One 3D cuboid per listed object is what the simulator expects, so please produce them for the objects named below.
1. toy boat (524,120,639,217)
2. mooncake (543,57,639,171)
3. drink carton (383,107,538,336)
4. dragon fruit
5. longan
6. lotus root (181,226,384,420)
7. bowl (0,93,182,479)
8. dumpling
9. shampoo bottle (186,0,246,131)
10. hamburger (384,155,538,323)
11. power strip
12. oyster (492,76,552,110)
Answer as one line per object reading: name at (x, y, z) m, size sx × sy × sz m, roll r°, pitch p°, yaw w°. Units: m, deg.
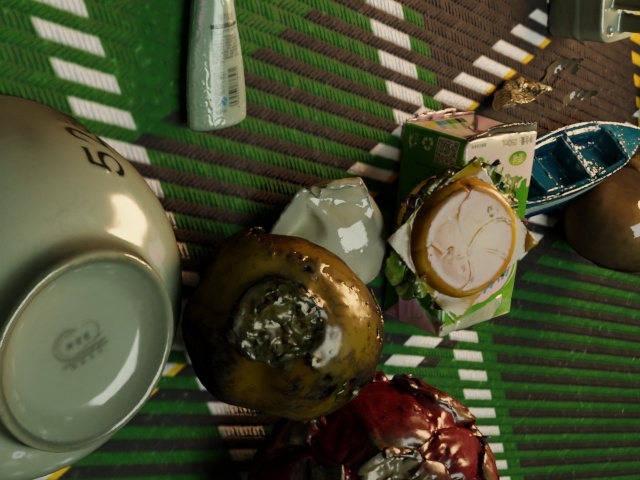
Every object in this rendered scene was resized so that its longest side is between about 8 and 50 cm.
toy boat at (0.352, -0.105, 1.602) m, size 0.299 × 0.096 × 0.062 m, roll -22°, pitch 158°, yaw -34°
mooncake at (0.432, -0.164, 1.703) m, size 0.150 × 0.057 × 0.347 m, roll -49°, pitch 138°, yaw -18°
drink carton at (0.178, -0.027, 1.444) m, size 0.161 × 0.108 × 0.271 m, roll -13°, pitch 115°, yaw -43°
dragon fruit at (0.062, 0.311, 1.317) m, size 0.329 × 0.329 × 0.329 m, roll -22°, pitch 122°, yaw -40°
longan at (0.450, -0.028, 1.695) m, size 0.187 × 0.167 × 0.167 m, roll -18°, pitch 119°, yaw -47°
lotus root at (-0.039, 0.091, 1.121) m, size 0.179 × 0.196 × 0.397 m, roll -59°, pitch 179°, yaw -7°
bowl at (-0.249, 0.064, 0.961) m, size 0.354 × 0.185 × 0.354 m, roll -21°, pitch 121°, yaw -40°
dumpling at (0.001, 0.004, 1.279) m, size 0.155 × 0.111 × 0.181 m, roll -15°, pitch 116°, yaw -11°
shampoo bottle at (-0.106, -0.205, 1.109) m, size 0.069 × 0.041 × 0.191 m, roll -19°, pitch 120°, yaw -35°
hamburger at (0.150, -0.006, 1.298) m, size 0.189 × 0.093 × 0.164 m, roll -34°, pitch 112°, yaw -16°
power strip at (0.388, -0.395, 1.496) m, size 0.229 × 0.141 × 0.261 m, roll -21°, pitch 118°, yaw -39°
oyster at (0.266, -0.199, 1.500) m, size 0.083 × 0.080 × 0.038 m, roll -37°, pitch 114°, yaw -76°
